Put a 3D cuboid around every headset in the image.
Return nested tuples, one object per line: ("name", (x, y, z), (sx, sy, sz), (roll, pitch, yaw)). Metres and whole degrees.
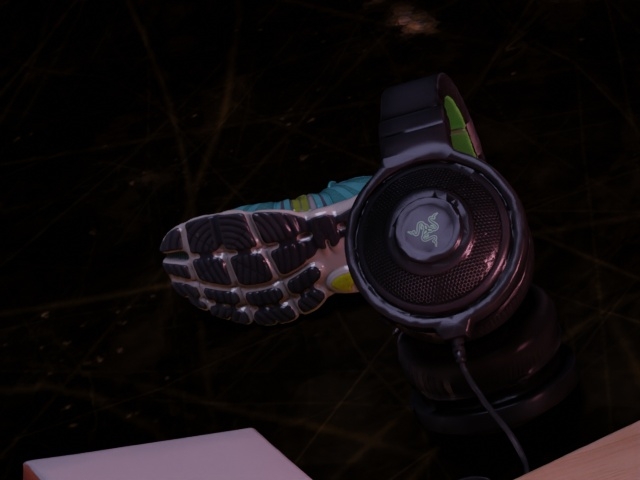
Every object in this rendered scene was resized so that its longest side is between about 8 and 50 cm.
("headset", (0.079, 0.056, 1.430), (0.185, 0.243, 0.394), (-15, 43, 11))

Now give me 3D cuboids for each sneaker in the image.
("sneaker", (0.000, 0.000, 1.682), (0.275, 0.107, 0.110), (-10, 19, 11))

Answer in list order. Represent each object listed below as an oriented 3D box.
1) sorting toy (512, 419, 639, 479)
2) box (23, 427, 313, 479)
("sorting toy", (0.267, 0.221, 1.176), (0.257, 0.089, 0.255), (-22, 54, -18))
("box", (-0.046, 0.278, 1.158), (0.168, 0.215, 0.345), (-5, 18, -26))
